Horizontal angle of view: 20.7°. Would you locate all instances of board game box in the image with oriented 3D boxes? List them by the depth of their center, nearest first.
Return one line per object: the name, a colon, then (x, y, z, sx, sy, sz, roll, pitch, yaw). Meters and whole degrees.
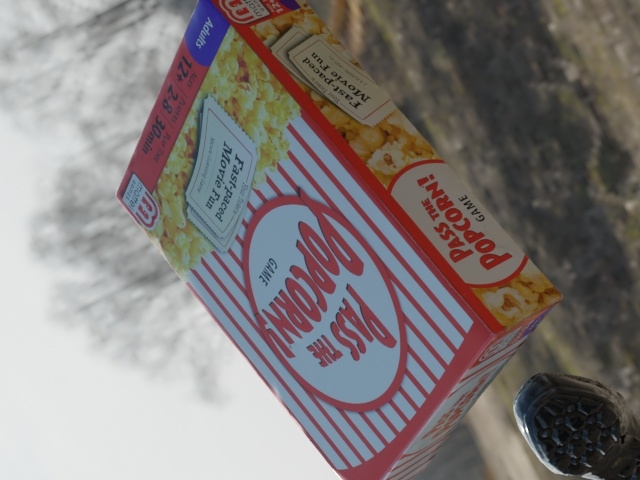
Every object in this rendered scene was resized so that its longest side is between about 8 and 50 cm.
board game box: (0.000, 0.000, 0.765, 0.193, 0.045, 0.147, 50, 141, 17)

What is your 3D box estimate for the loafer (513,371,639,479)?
loafer: (0.210, 0.148, 1.408, 0.223, 0.076, 0.078, 32, -165, -51)
